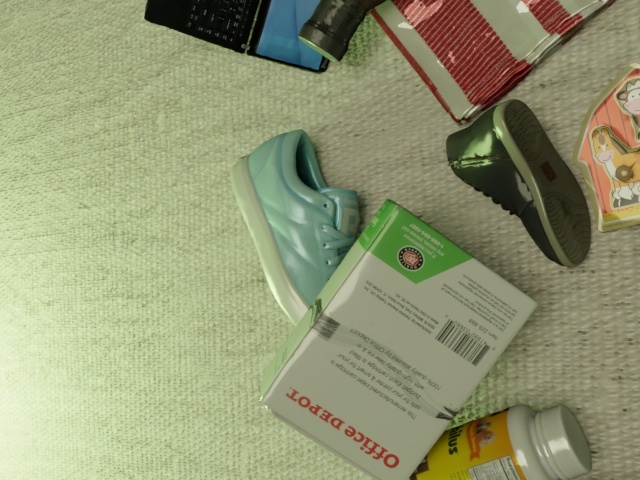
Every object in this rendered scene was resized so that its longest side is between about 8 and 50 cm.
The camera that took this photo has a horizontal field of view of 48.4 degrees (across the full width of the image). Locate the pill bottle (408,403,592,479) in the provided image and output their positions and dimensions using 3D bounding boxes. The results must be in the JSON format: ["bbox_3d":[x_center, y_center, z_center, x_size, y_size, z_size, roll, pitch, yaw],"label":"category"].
[{"bbox_3d":[0.218,0.279,0.888,0.215,0.117,0.117,-28,75,26],"label":"pill bottle"}]

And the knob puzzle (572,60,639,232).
[{"bbox_3d":[0.397,-0.123,0.848,0.213,0.030,0.213,-1,88,30],"label":"knob puzzle"}]

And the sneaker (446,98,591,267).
[{"bbox_3d":[0.253,-0.062,0.912,0.118,0.083,0.221,-23,93,58],"label":"sneaker"}]

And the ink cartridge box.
[{"bbox_3d":[0.088,0.125,0.888,0.211,0.121,0.289,35,95,-7],"label":"ink cartridge box"}]

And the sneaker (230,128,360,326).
[{"bbox_3d":[0.000,0.000,1.010,0.150,0.135,0.365,-36,74,25],"label":"sneaker"}]

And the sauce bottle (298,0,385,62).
[{"bbox_3d":[0.085,-0.409,0.968,0.111,0.111,0.344,35,98,26],"label":"sauce bottle"}]

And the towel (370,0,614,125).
[{"bbox_3d":[0.243,-0.341,0.938,0.329,0.037,0.237,-41,69,23],"label":"towel"}]

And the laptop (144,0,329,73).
[{"bbox_3d":[-0.100,-0.404,1.073,0.136,0.265,0.234,33,108,64],"label":"laptop"}]
